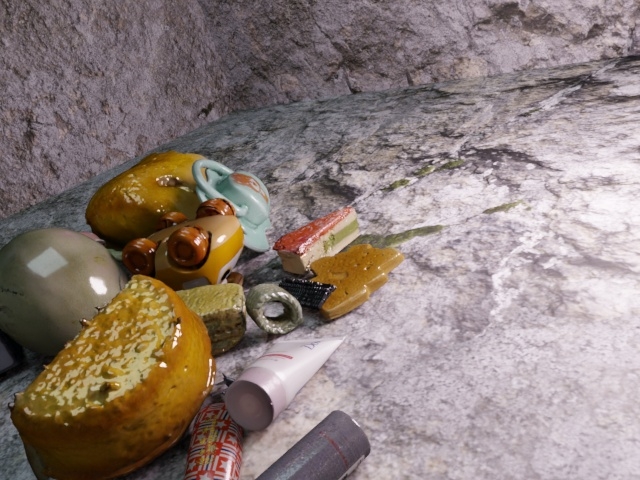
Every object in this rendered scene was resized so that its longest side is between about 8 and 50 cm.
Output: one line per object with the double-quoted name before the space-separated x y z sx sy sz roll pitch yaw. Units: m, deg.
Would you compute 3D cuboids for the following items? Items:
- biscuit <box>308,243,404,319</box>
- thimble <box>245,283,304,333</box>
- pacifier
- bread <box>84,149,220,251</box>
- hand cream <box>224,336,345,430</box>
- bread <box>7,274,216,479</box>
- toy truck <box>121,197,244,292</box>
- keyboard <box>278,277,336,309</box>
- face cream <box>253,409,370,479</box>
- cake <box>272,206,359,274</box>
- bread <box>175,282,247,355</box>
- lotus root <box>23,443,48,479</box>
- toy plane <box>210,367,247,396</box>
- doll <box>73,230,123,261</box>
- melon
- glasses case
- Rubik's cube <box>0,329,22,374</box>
"biscuit" 0.056 0.083 1.161 0.212 0.041 0.238 -7 31 27
"thimble" -0.086 0.131 1.089 0.062 0.110 0.084 29 96 59
"pacifier" -0.269 -0.063 1.516 0.269 0.288 0.343 -42 16 11
"bread" -0.487 -0.115 1.701 0.361 0.250 0.394 -8 20 22
"hand cream" -0.056 0.207 0.928 0.133 0.083 0.248 -6 12 21
"bread" -0.281 0.215 0.889 0.179 0.194 0.340 13 47 27
"toy truck" -0.298 0.044 1.290 0.288 0.211 0.204 -12 24 23
"keyboard" -0.039 0.104 1.150 0.060 0.018 0.195 -55 26 -20
"face cream" -0.058 0.315 0.679 0.283 0.073 0.073 -33 27 -32
"cake" -0.016 -0.001 1.342 0.117 0.086 0.220 6 33 39
"bread" -0.234 0.160 1.120 0.196 0.102 0.138 -15 25 0
"lotus root" -0.443 0.297 0.958 0.095 0.135 0.159 -7 12 27
"toy plane" -0.142 0.242 0.957 0.078 0.031 0.083 -32 27 -30
"doll" -0.670 0.080 1.542 0.284 0.216 0.268 -9 -3 32
"melon" -0.556 0.114 1.229 0.330 0.268 0.268 29 46 26
"glasses case" -0.151 0.297 0.816 0.073 0.049 0.194 -16 23 2
"Rubik's cube" -0.915 0.168 1.272 0.362 0.363 0.359 -26 22 -22
